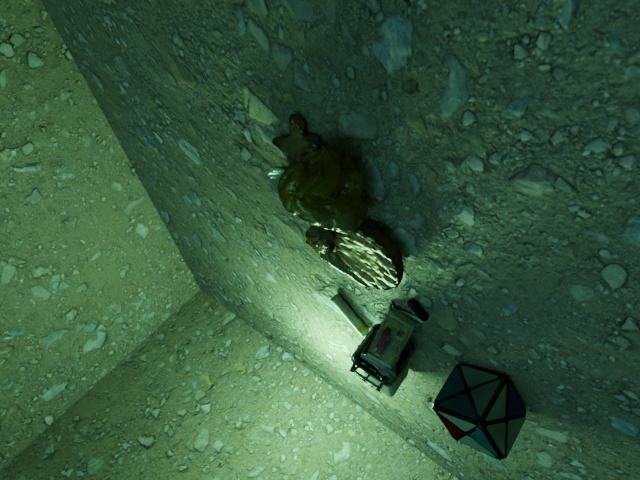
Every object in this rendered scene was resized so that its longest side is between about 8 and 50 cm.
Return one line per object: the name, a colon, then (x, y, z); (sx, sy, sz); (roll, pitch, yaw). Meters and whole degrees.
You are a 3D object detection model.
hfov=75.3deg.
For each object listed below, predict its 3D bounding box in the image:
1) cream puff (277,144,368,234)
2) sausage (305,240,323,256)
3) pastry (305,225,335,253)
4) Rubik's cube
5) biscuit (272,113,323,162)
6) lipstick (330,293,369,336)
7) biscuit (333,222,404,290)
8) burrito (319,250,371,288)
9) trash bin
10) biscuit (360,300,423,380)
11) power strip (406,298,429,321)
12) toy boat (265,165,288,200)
cream puff: (0.027, -0.181, 1.415); (0.324, 0.257, 0.291); (17, -163, -24)
sausage: (-0.006, 0.047, 1.956); (0.158, 0.042, 0.036); (42, 108, 1)
pastry: (0.003, -0.002, 1.829); (0.153, 0.081, 0.153); (25, 155, 12)
Rubik's cube: (0.659, 0.696, 1.717); (0.248, 0.246, 0.250); (-4, 126, 54)
biscuit: (-0.083, -0.352, 1.512); (0.164, 0.047, 0.208); (49, 152, -6)
lipstick: (0.155, 0.391, 2.176); (0.264, 0.059, 0.059); (51, 151, -10)
biscuit: (0.195, 0.052, 1.626); (0.325, 0.107, 0.326); (35, 149, 24)
burrito: (0.121, 0.127, 1.818); (0.275, 0.059, 0.082); (34, 157, -16)
trash bin: (0.311, 0.631, 2.068); (0.255, 0.296, 0.368); (27, 153, 28)
biscuit: (0.320, 0.447, 1.855); (0.186, 0.309, 0.079); (31, -173, 26)
power strip: (0.409, 0.290, 1.737); (0.111, 0.029, 0.038); (48, 151, -10)
toy boat: (-0.087, -0.203, 1.661); (0.290, 0.100, 0.199); (43, 152, 5)
